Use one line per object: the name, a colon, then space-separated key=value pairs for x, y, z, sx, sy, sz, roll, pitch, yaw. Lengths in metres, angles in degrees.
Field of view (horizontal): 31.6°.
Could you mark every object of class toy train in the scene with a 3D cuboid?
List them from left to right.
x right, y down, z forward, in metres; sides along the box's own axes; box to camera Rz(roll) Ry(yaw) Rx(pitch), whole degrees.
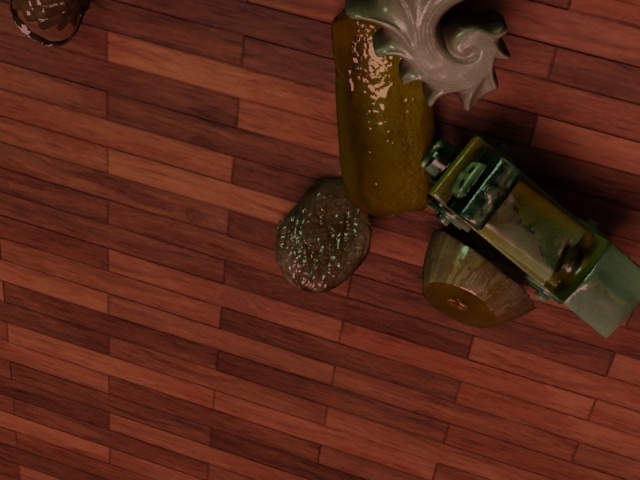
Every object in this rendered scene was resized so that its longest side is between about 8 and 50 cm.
toy train: x=0.330 y=-0.015 z=1.766 sx=0.397 sy=0.253 sz=0.160 roll=38 pitch=96 yaw=-10

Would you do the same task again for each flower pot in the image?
flower pot: x=0.229 y=-0.372 z=1.584 sx=0.367 sy=0.164 sz=0.254 roll=-41 pitch=107 yaw=19

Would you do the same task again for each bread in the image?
bread: x=0.101 y=-0.198 z=1.825 sx=0.166 sy=0.112 sz=0.383 roll=8 pitch=128 yaw=17

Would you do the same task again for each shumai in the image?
shumai: x=0.000 y=0.000 z=2.007 sx=0.161 sy=0.209 sz=0.153 roll=16 pitch=165 yaw=-9

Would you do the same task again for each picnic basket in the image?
picnic basket: x=-0.452 y=-0.397 z=1.876 sx=0.128 sy=0.138 sz=0.178 roll=37 pitch=130 yaw=-6

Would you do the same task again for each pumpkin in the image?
pumpkin: x=0.250 y=0.084 z=1.918 sx=0.217 sy=0.110 sz=0.217 roll=39 pitch=166 yaw=12

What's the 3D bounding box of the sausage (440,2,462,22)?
sausage: x=0.200 y=-0.353 z=1.717 sx=0.030 sy=0.035 sz=0.147 roll=-10 pitch=127 yaw=-12
